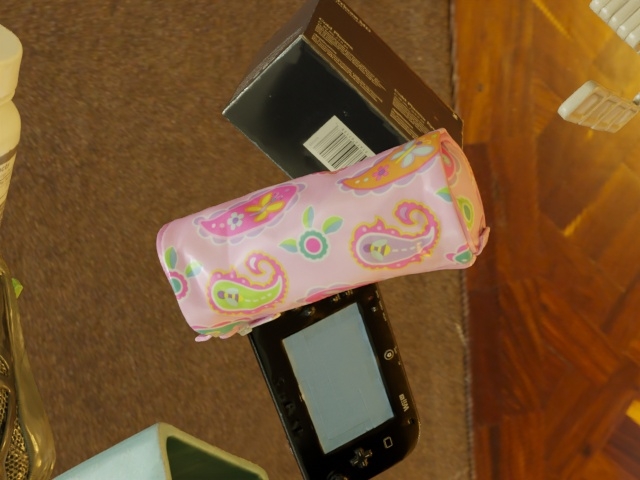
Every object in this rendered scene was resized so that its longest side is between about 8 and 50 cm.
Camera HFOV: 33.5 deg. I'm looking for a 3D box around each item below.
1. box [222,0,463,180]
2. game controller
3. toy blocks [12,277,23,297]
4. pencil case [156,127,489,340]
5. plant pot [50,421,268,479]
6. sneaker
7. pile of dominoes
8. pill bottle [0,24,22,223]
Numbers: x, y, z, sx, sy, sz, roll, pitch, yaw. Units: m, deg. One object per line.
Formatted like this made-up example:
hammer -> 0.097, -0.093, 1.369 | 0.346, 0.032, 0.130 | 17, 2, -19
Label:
box -> 0.052, -0.193, 1.687 | 0.343, 0.312, 0.179 | 43, 115, -13
game controller -> 0.018, 0.161, 1.277 | 0.166, 0.067, 0.319 | -22, 118, -6
toy blocks -> -0.674, 0.182, 1.661 | 0.261, 0.191, 0.381 | 31, 88, -28
pencil case -> 0.000, 0.000, 0.926 | 0.284, 0.124, 0.124 | -18, 111, 18
plant pot -> -0.185, 0.352, 1.018 | 0.252, 0.247, 0.247 | -22, 151, 12
sneaker -> -0.255, 0.068, 0.674 | 0.087, 0.130, 0.227 | -19, 87, 20
pile of dominoes -> 0.246, -0.159, 0.732 | 0.196, 0.251, 0.040 | -45, 77, 19
pill bottle -> -0.481, -0.089, 1.292 | 0.204, 0.204, 0.361 | 8, 118, -23
